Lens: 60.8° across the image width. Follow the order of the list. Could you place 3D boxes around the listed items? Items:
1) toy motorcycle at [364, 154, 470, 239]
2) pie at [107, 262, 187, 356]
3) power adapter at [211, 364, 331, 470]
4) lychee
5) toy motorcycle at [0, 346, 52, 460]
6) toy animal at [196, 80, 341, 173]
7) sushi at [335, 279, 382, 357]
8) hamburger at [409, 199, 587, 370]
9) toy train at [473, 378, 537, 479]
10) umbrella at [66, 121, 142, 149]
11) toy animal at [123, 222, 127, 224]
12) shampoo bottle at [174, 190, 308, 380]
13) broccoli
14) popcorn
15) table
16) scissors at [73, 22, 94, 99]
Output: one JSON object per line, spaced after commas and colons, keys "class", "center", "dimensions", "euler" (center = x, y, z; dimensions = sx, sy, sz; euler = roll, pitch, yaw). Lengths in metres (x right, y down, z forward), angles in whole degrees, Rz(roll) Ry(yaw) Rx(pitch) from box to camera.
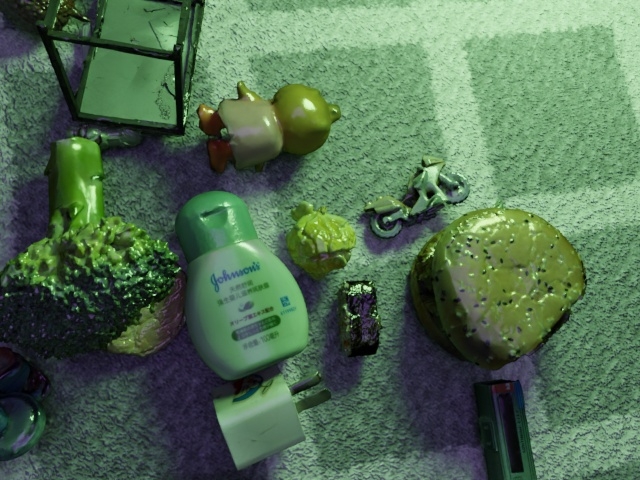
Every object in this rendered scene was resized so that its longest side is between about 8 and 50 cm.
{"class": "toy motorcycle", "center": [0.197, -0.098, 1.161], "dimensions": [0.229, 0.094, 0.130], "euler": [-27, 80, 0]}
{"class": "pie", "center": [-0.351, 0.129, 1.043], "dimensions": [0.218, 0.052, 0.185], "euler": [-26, 83, -14]}
{"class": "power adapter", "center": [-0.082, 0.305, 1.003], "dimensions": [0.205, 0.130, 0.125], "euler": [-21, 107, -13]}
{"class": "lychee", "center": [-0.557, -0.489, 1.082], "dimensions": [0.197, 0.165, 0.165], "euler": [19, 73, -45]}
{"class": "toy motorcycle", "center": [-0.630, 0.315, 0.927], "dimensions": [0.319, 0.241, 0.182], "euler": [-27, 125, -16]}
{"class": "toy animal", "center": [-0.095, -0.234, 1.099], "dimensions": [0.281, 0.169, 0.195], "euler": [-20, 125, -17]}
{"class": "sushi", "center": [0.073, 0.155, 1.087], "dimensions": [0.078, 0.090, 0.150], "euler": [-1, 78, -13]}
{"class": "hamburger", "center": [0.335, 0.078, 1.092], "dimensions": [0.318, 0.195, 0.277], "euler": [-43, 90, -16]}
{"class": "toy train", "center": [0.377, 0.484, 1.072], "dimensions": [0.089, 0.086, 0.409], "euler": [-4, 80, -9]}
{"class": "umbrella", "center": [-0.432, -0.214, 1.094], "dimensions": [0.143, 0.062, 0.067], "euler": [-1, 99, -14]}
{"class": "toy animal", "center": [-0.405, 0.004, 1.070], "dimensions": [0.050, 0.028, 0.084], "euler": [8, 77, -16]}
{"class": "shampoo bottle", "center": [-0.164, 0.073, 1.034], "dimensions": [0.222, 0.151, 0.349], "euler": [-19, 82, -14]}
{"class": "broccoli", "center": [-0.403, 0.000, 0.942], "dimensions": [0.353, 0.275, 0.397], "euler": [19, 62, 7]}
{"class": "popcorn", "center": [0.000, 0.000, 1.082], "dimensions": [0.141, 0.135, 0.162], "euler": [-4, 92, 12]}
{"class": "table", "center": [-0.341, -0.418, 1.011], "dimensions": [0.222, 0.272, 0.335], "euler": [6, 70, -10]}
{"class": "scissors", "center": [-0.468, -0.354, 1.131], "dimensions": [0.101, 0.027, 0.204], "euler": [-7, 82, -11]}
